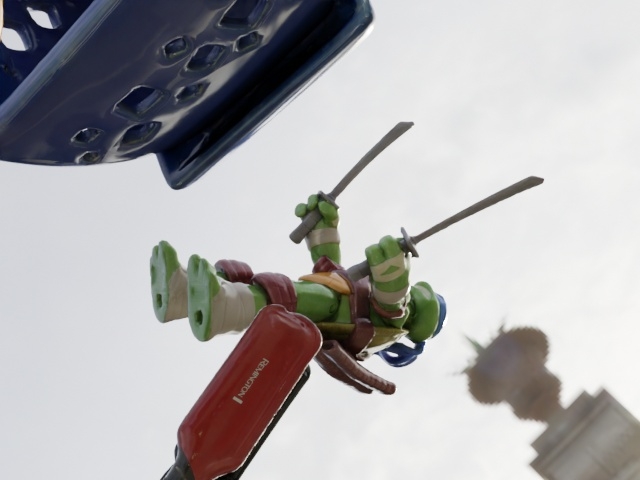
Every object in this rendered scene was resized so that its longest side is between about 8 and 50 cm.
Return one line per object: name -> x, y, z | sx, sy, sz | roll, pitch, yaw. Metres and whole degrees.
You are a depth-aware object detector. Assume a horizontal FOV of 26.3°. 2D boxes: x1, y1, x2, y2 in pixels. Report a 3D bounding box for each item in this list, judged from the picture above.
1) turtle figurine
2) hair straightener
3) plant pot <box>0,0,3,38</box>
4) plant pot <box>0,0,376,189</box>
turtle figurine -> 0.000, 0.000, 1.193 | 0.266, 0.198, 0.275 | -3, -49, -28
hair straightener -> -0.069, 0.145, 0.733 | 0.230, 0.047, 0.089 | -61, -7, -29
plant pot -> -0.210, -0.065, 0.416 | 0.188, 0.205, 0.205 | -34, -45, -38
plant pot -> -0.111, -0.186, 0.925 | 0.236, 0.236, 0.212 | -39, -35, 27
